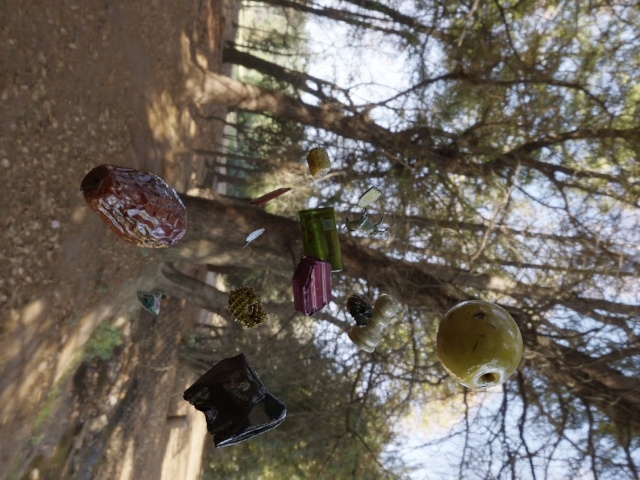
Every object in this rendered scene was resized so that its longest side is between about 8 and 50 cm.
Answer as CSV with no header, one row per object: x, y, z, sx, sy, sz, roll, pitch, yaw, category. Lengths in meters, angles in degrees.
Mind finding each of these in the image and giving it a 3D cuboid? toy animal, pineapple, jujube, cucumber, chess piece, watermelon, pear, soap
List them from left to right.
-0.485,-0.085,1.198,0.290,0.197,0.197,43,38,-50,jujube
-0.439,0.154,1.181,0.061,0.085,0.085,-51,168,-39,watermelon
-0.032,0.182,1.936,0.099,0.162,0.249,25,-53,42,soap
0.180,0.319,2.033,0.248,0.128,0.128,-86,-177,-83,pineapple
0.232,-0.075,2.314,0.176,0.217,0.073,-58,-178,46,toy animal
0.192,-0.180,1.822,0.107,0.067,0.035,-39,-133,32,cucumber
0.281,0.407,2.307,0.299,0.167,0.167,-57,-163,7,chess piece
0.639,0.420,1.821,0.348,0.349,0.348,-174,-90,-78,pear

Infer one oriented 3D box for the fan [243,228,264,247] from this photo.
-0.187,-0.009,1.222,0.003,0.080,0.060,51,4,12,fan

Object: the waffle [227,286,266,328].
-0.327,0.296,1.989,0.197,0.070,0.192,-11,-76,39,waffle

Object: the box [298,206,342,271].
0.000,0.000,2.138,0.043,0.173,0.311,107,-25,-81,box

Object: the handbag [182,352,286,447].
-0.335,0.604,1.698,0.342,0.288,0.152,41,-48,29,handbag

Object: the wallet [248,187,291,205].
-0.241,-0.213,2.152,0.103,0.197,0.020,10,-58,51,wallet

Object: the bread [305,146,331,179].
-0.011,-0.302,1.752,0.125,0.082,0.106,140,-58,-72,bread
